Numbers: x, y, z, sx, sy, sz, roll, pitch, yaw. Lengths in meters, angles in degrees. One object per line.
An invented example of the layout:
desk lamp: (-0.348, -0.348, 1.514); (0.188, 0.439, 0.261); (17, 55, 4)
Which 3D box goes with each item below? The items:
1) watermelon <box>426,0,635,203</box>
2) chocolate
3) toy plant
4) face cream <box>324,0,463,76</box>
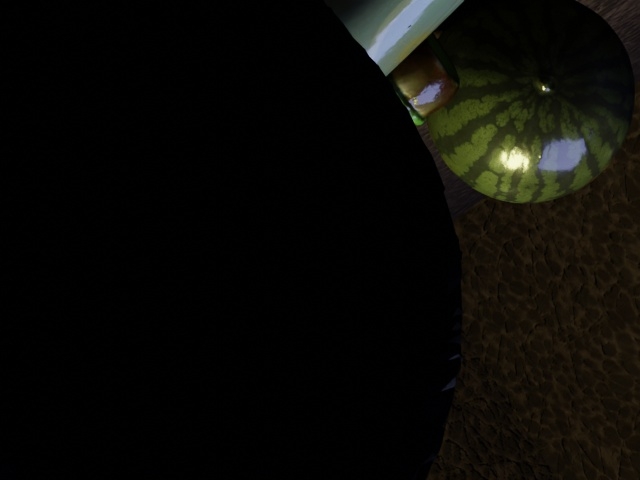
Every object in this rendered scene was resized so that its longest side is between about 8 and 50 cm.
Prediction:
watermelon: (0.200, -0.139, 1.906); (0.212, 0.212, 0.212); (-32, 175, -3)
chocolate: (-0.147, 0.038, 1.036); (0.384, 0.383, 0.331); (-30, -172, -23)
toy plant: (0.039, -0.124, 1.762); (0.162, 0.093, 0.093); (-31, 175, 15)
face cream: (0.045, -0.169, 1.440); (0.385, 0.086, 0.135); (-39, 173, 17)
